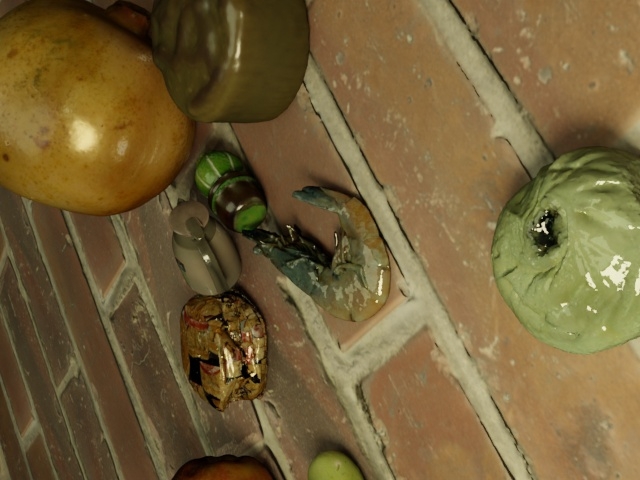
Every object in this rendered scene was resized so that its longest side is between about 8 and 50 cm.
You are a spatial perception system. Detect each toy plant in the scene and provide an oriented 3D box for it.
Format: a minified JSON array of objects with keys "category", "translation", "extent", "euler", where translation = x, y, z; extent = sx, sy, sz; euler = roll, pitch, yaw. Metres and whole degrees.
[{"category":"toy plant","translation":[-0.157,-0.090,1.335],"extent":[0.162,0.092,0.093],"euler":[51,134,32]}]

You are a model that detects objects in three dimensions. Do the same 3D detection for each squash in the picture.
[{"category":"squash","translation":[0.062,0.429,1.190],"extent":[0.250,0.083,0.083],"euler":[57,137,22]}]

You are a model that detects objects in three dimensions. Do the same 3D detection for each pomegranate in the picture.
[{"category":"pomegranate","translation":[-0.419,-0.247,1.389],"extent":[0.416,0.416,0.417],"euler":[15,110,49]}]

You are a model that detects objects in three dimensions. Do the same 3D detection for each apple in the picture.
[{"category":"apple","translation":[-0.169,0.479,1.376],"extent":[0.230,0.230,0.230],"euler":[15,110,49]}]

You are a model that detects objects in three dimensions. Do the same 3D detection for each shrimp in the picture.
[{"category":"shrimp","translation":[-0.006,0.001,1.185],"extent":[0.289,0.075,0.178],"euler":[36,117,43]}]

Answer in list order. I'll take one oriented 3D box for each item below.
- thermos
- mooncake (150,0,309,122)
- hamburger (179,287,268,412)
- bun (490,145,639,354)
[{"category":"thermos","translation":[-0.192,0.018,1.323],"extent":[0.193,0.105,0.137],"euler":[81,163,-60]},{"category":"mooncake","translation":[-0.150,-0.323,1.226],"extent":[0.284,0.155,0.284],"euler":[15,109,51]},{"category":"hamburger","translation":[-0.180,0.193,1.422],"extent":[0.231,0.106,0.231],"euler":[29,125,51]},{"category":"bun","translation":[0.262,0.015,0.812],"extent":[0.221,0.108,0.221],"euler":[16,111,49]}]
